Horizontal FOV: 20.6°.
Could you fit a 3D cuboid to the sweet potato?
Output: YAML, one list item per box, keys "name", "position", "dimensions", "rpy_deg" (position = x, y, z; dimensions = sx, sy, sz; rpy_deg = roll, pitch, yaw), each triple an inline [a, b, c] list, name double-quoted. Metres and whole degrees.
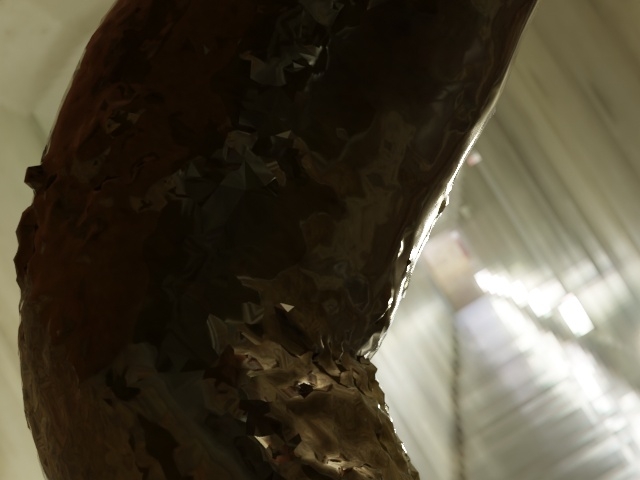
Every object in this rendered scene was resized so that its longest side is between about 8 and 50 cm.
- name: "sweet potato"
  position: [-0.004, 0.002, 0.371]
  dimensions: [0.124, 0.310, 0.098]
  rpy_deg: [10, -8, 17]
